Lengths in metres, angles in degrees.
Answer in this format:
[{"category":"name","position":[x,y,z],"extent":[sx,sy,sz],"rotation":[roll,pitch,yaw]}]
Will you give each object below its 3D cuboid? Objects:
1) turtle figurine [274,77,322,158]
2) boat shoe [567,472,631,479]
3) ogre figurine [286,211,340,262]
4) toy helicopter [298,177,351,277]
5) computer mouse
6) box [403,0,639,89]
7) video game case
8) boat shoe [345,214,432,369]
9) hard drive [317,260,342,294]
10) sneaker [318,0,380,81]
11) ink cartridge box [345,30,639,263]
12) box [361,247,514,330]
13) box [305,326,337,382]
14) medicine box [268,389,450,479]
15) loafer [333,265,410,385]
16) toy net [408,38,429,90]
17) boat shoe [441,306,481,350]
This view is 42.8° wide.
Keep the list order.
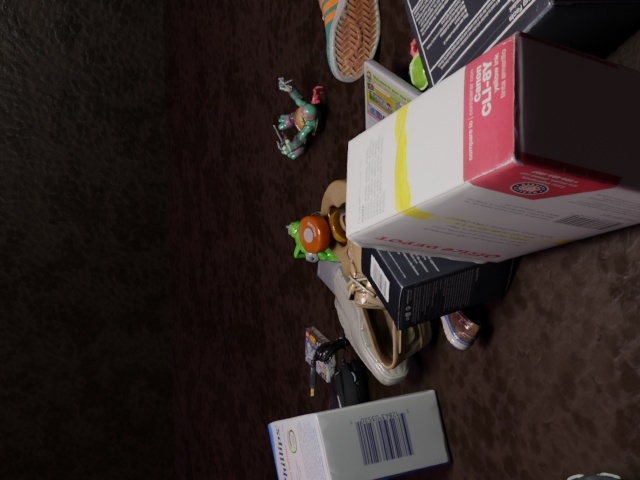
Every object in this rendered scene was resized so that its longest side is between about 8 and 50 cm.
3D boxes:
[{"category":"turtle figurine","position":[-0.053,-0.283,1.932],"extent":[0.234,0.118,0.175],"rotation":[123,152,-76]},{"category":"boat shoe","position":[0.364,0.387,1.168],"extent":[0.302,0.091,0.114],"rotation":[-47,25,53]},{"category":"ogre figurine","position":[0.000,0.000,1.881],"extent":[0.097,0.118,0.197],"rotation":[114,141,-49]},{"category":"toy helicopter","position":[0.117,0.009,1.663],"extent":[0.355,0.140,0.235],"rotation":[54,135,30]},{"category":"computer mouse","position":[0.045,0.332,1.817],"extent":[0.060,0.184,0.262],"rotation":[18,113,36]},{"category":"box","position":[0.261,-0.361,1.127],"extent":[0.296,0.182,0.294],"rotation":[134,127,-62]},{"category":"video game case","position":[0.149,-0.214,1.536],"extent":[0.212,0.023,0.193],"rotation":[47,151,44]},{"category":"boat shoe","position":[0.111,0.083,1.494],"extent":[0.121,0.110,0.341],"rotation":[8,127,49]},{"category":"hard drive","position":[0.032,0.072,1.945],"extent":[0.135,0.022,0.094],"rotation":[-134,43,-54]},{"category":"sneaker","position":[0.052,-0.472,1.671],"extent":[0.121,0.108,0.302],"rotation":[-169,82,-66]},{"category":"ink cartridge box","position":[0.238,-0.093,1.072],"extent":[0.384,0.279,0.160],"rotation":[-25,60,60]},{"category":"box","position":[0.190,0.035,1.348],"extent":[0.108,0.207,0.153],"rotation":[89,160,-43]},{"category":"box","position":[0.001,0.287,2.065],"extent":[0.137,0.027,0.094],"rotation":[-145,51,-59]},{"category":"medicine box","position":[0.070,0.408,1.653],"extent":[0.289,0.263,0.149],"rotation":[143,118,-63]},{"category":"loafer","position":[0.105,0.184,1.721],"extent":[0.319,0.112,0.111],"rotation":[-111,22,-45]},{"category":"toy net","position":[0.160,-0.301,1.536],"extent":[0.232,0.045,0.122],"rotation":[137,122,-61]},{"category":"boat shoe","position":[0.242,0.106,1.450],"extent":[0.066,0.066,0.183],"rotation":[-52,41,31]}]
